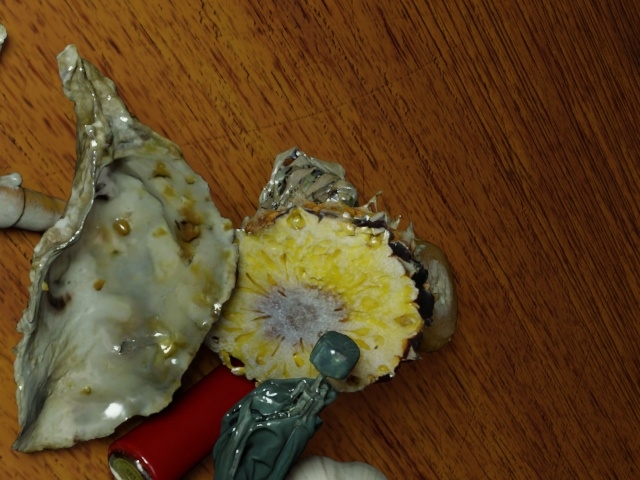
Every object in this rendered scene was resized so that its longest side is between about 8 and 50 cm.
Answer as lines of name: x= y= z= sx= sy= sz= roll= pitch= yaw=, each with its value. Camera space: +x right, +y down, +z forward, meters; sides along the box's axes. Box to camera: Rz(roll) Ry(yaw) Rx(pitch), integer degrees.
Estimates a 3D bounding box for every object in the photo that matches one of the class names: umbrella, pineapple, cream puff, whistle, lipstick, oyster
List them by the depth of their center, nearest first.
whistle: x=-0.317 y=-0.038 z=1.005 sx=0.107 sy=0.057 sz=0.220 roll=-47 pitch=151 yaw=16
oyster: x=-0.186 y=0.024 z=1.058 sx=0.204 sy=0.111 sz=0.396 roll=6 pitch=104 yaw=-30
umbrella: x=-0.073 y=0.228 z=1.133 sx=0.094 sy=0.349 sz=0.143 roll=31 pitch=22 yaw=-2
lipstick: x=-0.123 y=0.190 z=1.211 sx=0.241 sy=0.080 sz=0.080 roll=-34 pitch=114 yaw=-40
pineapple: x=0.000 y=0.000 z=1.238 sx=0.271 sy=0.262 sz=0.262 roll=-85 pitch=150 yaw=-59
cream puff: x=0.105 y=0.072 z=1.422 sx=0.150 sy=0.115 sz=0.165 roll=8 pitch=75 yaw=-53

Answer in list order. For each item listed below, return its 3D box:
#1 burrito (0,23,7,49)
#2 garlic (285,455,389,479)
burrito: x=-0.335 y=-0.137 z=1.016 sx=0.051 sy=0.042 sz=0.171 roll=35 pitch=64 yaw=-49
garlic: x=0.018 y=0.374 z=1.294 sx=0.253 sy=0.245 sz=0.245 roll=87 pitch=14 yaw=-78
